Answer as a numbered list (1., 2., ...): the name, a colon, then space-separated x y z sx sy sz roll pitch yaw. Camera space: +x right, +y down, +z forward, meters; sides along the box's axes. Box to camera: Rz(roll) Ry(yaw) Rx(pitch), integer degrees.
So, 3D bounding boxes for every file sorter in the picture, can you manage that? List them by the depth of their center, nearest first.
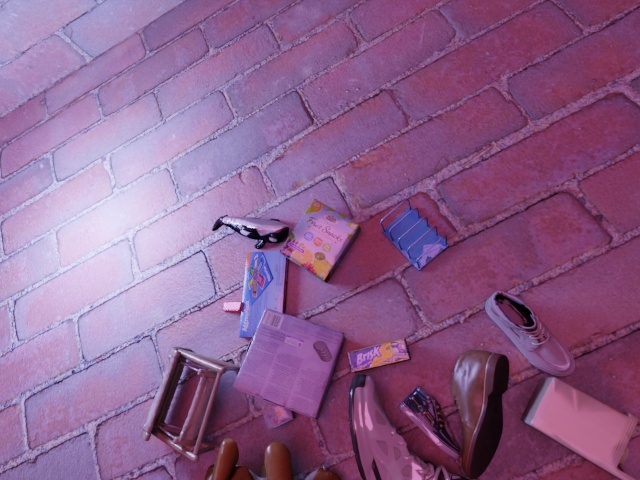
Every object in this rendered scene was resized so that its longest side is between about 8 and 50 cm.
1. file sorter: 0.273 -0.021 1.214 0.118 0.104 0.170 -40 65 1

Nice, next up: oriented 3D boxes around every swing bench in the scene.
1. swing bench: -0.387 0.469 1.224 0.255 0.165 0.253 10 76 21

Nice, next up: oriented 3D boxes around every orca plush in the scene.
1. orca plush: -0.231 -0.016 1.376 0.287 0.151 0.102 5 105 16

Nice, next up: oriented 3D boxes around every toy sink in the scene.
1. toy sink: 0.606 0.422 0.933 0.234 0.153 0.131 28 82 25

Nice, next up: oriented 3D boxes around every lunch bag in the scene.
1. lunch bag: -0.123 0.497 1.192 0.083 0.053 0.071 -25 67 -3

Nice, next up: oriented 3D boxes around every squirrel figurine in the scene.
1. squirrel figurine: -0.103 0.700 0.969 0.371 0.281 0.397 16 38 -11

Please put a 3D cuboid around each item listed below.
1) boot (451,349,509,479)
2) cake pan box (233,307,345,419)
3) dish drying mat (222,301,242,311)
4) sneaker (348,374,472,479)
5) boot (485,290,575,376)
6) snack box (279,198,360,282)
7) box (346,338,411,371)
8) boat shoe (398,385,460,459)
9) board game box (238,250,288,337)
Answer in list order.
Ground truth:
1. boot: 0.389 0.430 1.046 0.115 0.112 0.305 2 74 48
2. cake pan box: -0.090 0.347 1.190 0.267 0.070 0.245 14 66 13
3. dish drying mat: -0.289 0.216 1.349 0.083 0.008 0.032 -7 67 37
4. sneaker: 0.226 0.542 1.020 0.258 0.169 0.447 -14 77 8
5. boot: 0.525 0.233 1.037 0.095 0.123 0.258 -46 65 -1
6. snack box: 0.000 0.000 1.300 0.175 0.070 0.207 31 82 14
7. box: 0.163 0.324 1.159 0.169 0.054 0.059 -17 68 12
8. boat shoe: 0.297 0.464 1.063 0.183 0.065 0.083 40 84 24
9. board game box: -0.180 0.172 1.334 0.145 0.027 0.281 -2 71 15
